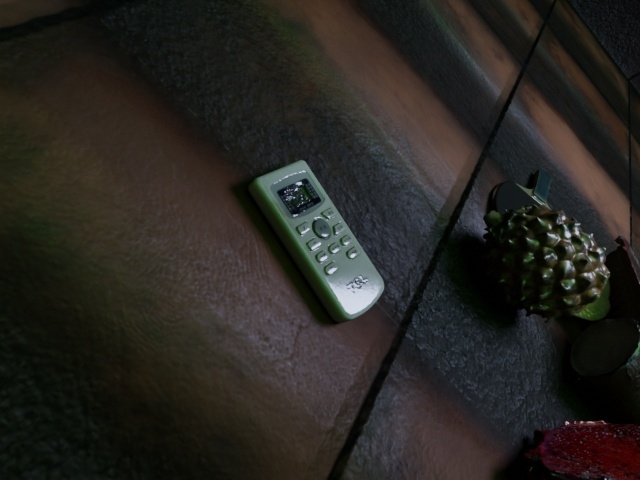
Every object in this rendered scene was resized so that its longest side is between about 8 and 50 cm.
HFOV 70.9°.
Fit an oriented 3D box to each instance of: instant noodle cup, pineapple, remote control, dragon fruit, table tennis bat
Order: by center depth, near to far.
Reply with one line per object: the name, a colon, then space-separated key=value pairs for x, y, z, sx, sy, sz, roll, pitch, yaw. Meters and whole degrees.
remote control: x=0.000 y=0.000 z=0.512 sx=0.087 sy=0.029 sz=0.190 roll=-31 pitch=88 yaw=-43
dragon fruit: x=0.370 y=0.316 z=0.540 sx=0.262 sy=0.163 sz=0.189 roll=6 pitch=69 yaw=10
pineapple: x=0.314 y=0.023 z=0.665 sx=0.193 sy=0.166 sz=0.166 roll=40 pitch=48 yaw=-5
instant noodle cup: x=0.567 y=0.133 z=0.825 sx=0.274 sy=0.091 sz=0.273 roll=32 pitch=46 yaw=-39
table tennis bat: x=0.407 y=-0.063 z=0.855 sx=0.173 sy=0.022 sz=0.301 roll=40 pitch=43 yaw=0

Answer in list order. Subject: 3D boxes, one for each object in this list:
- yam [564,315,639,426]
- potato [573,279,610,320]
yam: x=0.519 y=0.258 z=0.717 sx=0.279 sy=0.131 sz=0.131 roll=49 pitch=47 yaw=-9
potato: x=0.448 y=0.090 z=0.790 sx=0.066 sy=0.096 sz=0.103 roll=30 pitch=47 yaw=-78
